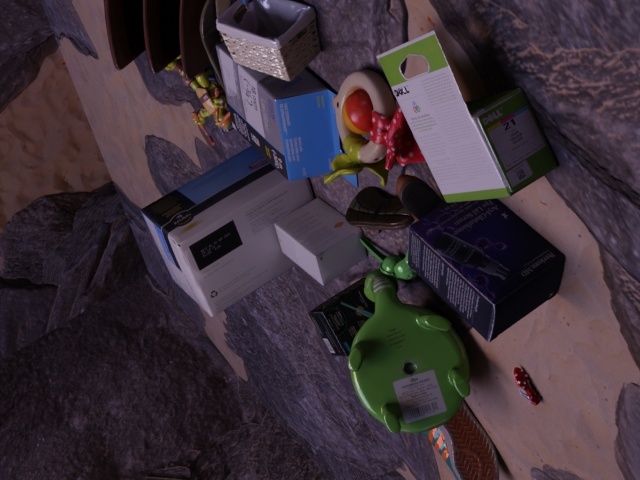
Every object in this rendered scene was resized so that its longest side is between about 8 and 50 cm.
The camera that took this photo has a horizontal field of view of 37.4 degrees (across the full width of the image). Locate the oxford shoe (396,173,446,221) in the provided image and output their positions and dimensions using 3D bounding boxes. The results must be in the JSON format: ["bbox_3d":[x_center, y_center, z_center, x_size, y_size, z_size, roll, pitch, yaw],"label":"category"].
[{"bbox_3d":[0.204,-0.039,1.662,0.212,0.076,0.076,52,-175,-27],"label":"oxford shoe"}]

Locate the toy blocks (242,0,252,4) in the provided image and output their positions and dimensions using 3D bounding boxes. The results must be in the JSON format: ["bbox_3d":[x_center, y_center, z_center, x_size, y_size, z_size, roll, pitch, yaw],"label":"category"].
[{"bbox_3d":[-0.179,-0.592,1.650,0.381,0.191,0.261,54,171,8],"label":"toy blocks"}]

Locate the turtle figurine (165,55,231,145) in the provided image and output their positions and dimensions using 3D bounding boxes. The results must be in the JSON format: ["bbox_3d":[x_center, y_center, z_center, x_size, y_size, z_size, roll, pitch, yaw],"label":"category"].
[{"bbox_3d":[-0.263,-0.349,2.218,0.217,0.087,0.269,56,161,-6],"label":"turtle figurine"}]

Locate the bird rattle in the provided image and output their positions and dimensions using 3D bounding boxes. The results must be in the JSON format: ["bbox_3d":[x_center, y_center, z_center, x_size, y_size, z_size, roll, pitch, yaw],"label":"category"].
[{"bbox_3d":[0.082,-0.199,1.657,0.253,0.143,0.206,135,118,-67],"label":"bird rattle"}]

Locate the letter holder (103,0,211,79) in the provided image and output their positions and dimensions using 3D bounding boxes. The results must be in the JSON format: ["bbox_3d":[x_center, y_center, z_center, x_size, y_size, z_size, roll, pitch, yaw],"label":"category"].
[{"bbox_3d":[-0.330,-0.478,2.000,0.152,0.214,0.302,35,149,15],"label":"letter holder"}]

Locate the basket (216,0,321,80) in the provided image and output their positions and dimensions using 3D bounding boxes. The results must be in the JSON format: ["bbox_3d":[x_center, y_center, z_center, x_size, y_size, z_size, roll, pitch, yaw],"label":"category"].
[{"bbox_3d":[-0.093,-0.383,1.771,0.167,0.113,0.103,26,152,33],"label":"basket"}]

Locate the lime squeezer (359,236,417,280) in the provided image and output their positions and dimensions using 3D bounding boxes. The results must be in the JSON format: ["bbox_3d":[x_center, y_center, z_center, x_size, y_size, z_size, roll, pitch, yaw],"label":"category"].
[{"bbox_3d":[0.150,0.031,1.933,0.110,0.059,0.310,59,161,-4],"label":"lime squeezer"}]

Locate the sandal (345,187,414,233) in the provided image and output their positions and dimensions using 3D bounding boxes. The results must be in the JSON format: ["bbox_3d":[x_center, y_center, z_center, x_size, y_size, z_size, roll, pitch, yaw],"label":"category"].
[{"bbox_3d":[0.124,-0.051,1.864,0.060,0.090,0.219,44,162,-30],"label":"sandal"}]

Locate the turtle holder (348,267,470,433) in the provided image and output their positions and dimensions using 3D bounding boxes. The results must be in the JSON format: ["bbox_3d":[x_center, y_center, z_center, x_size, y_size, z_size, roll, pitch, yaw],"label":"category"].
[{"bbox_3d":[0.160,0.239,1.951,0.320,0.243,0.227,42,180,7],"label":"turtle holder"}]

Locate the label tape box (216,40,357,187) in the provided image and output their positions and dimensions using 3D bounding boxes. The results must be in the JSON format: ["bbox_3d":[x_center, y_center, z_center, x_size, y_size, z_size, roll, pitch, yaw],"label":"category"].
[{"bbox_3d":[-0.070,-0.256,1.954,0.334,0.106,0.240,45,157,33],"label":"label tape box"}]

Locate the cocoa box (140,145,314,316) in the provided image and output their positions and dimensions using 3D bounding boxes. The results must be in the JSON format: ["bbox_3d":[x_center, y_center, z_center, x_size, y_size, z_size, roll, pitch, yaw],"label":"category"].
[{"bbox_3d":[-0.203,-0.033,2.244,0.228,0.347,0.231,34,151,50],"label":"cocoa box"}]

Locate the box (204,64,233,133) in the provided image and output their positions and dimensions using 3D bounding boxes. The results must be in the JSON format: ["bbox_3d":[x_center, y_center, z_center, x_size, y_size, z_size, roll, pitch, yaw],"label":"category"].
[{"bbox_3d":[-0.254,-0.350,2.331,0.169,0.054,0.059,62,160,-10],"label":"box"}]

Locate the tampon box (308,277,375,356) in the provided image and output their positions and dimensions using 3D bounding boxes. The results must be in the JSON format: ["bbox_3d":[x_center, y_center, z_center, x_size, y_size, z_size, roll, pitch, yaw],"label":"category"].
[{"bbox_3d":[0.079,0.173,2.157,0.120,0.161,0.101,61,161,-6],"label":"tampon box"}]

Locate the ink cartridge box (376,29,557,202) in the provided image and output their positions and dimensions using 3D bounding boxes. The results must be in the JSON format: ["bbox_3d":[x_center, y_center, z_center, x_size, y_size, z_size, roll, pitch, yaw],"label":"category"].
[{"bbox_3d":[0.211,-0.191,1.392,0.255,0.097,0.189,63,160,-10],"label":"ink cartridge box"}]

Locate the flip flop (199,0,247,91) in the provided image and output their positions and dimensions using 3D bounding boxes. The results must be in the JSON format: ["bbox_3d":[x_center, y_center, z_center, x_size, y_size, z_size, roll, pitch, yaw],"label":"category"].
[{"bbox_3d":[-0.197,-0.427,2.031,0.277,0.112,0.080,76,169,-54],"label":"flip flop"}]

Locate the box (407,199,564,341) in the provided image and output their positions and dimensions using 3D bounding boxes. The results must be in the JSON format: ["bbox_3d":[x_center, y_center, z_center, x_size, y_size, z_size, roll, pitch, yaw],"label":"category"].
[{"bbox_3d":[0.262,0.033,1.522,0.207,0.153,0.108,44,156,32],"label":"box"}]

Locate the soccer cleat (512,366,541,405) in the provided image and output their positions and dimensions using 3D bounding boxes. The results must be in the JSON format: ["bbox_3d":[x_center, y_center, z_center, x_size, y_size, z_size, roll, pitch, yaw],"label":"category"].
[{"bbox_3d":[0.383,0.276,1.780,0.083,0.029,0.035,55,157,-4],"label":"soccer cleat"}]

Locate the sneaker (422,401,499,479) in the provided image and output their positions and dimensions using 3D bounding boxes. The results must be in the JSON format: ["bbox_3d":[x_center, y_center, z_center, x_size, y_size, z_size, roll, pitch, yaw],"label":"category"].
[{"bbox_3d":[0.299,0.438,2.127,0.302,0.108,0.121,64,162,7],"label":"sneaker"}]

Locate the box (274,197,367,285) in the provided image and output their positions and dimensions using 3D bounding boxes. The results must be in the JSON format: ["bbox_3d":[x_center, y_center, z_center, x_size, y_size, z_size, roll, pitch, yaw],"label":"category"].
[{"bbox_3d":[0.000,0.000,2.133,0.170,0.130,0.091,39,152,44],"label":"box"}]
